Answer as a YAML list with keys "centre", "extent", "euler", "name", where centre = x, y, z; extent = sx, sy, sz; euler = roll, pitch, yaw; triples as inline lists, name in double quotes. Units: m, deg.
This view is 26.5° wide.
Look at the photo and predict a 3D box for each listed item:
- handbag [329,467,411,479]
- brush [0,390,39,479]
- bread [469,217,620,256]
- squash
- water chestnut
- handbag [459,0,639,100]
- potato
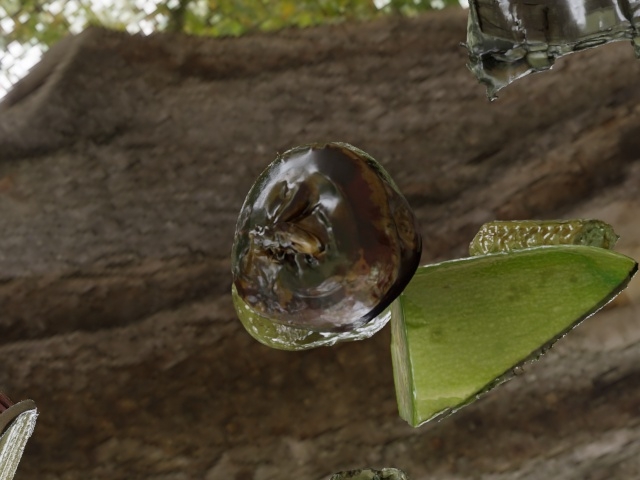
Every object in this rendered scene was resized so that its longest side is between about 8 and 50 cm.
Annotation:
- centre: [0.087, 0.543, 2.023]
  extent: [0.237, 0.160, 0.358]
  euler: [-96, 2, -78]
  name: "handbag"
- centre: [-0.297, 0.232, 1.103]
  extent: [0.050, 0.321, 0.060]
  euler: [35, -140, 10]
  name: "brush"
- centre: [0.335, 0.010, 2.110]
  extent: [0.087, 0.269, 0.098]
  euler: [46, -114, -25]
  name: "bread"
- centre: [0.250, 0.114, 1.716]
  extent: [0.233, 0.309, 0.210]
  euler: [121, 144, -85]
  name: "squash"
- centre: [0.000, 0.000, 1.548]
  extent: [0.238, 0.223, 0.224]
  euler: [29, -144, -58]
  name: "water chestnut"
- centre: [0.349, -0.334, 1.783]
  extent: [0.327, 0.325, 0.162]
  euler: [-78, -30, -50]
  name: "handbag"
- centre: [0.003, 0.059, 1.959]
  extent: [0.307, 0.210, 0.173]
  euler: [-16, -131, -46]
  name: "potato"
